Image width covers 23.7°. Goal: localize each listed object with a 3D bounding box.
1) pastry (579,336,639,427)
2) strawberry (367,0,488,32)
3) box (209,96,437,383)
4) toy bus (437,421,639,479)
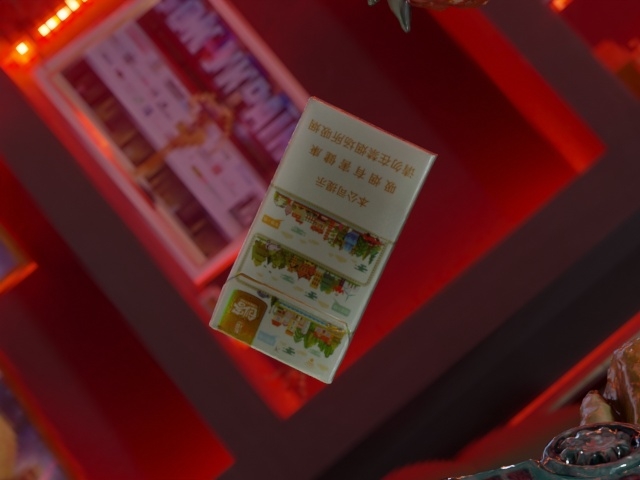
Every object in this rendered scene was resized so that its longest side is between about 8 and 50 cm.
[{"bbox_3d":[0.337,0.158,1.303,0.229,0.100,0.218,14,34,14],"label":"pastry"},{"bbox_3d":[0.067,-0.144,0.498,0.131,0.148,0.131,-7,90,-74],"label":"strawberry"},{"bbox_3d":[0.000,0.000,1.319,0.122,0.220,0.032,25,12,6],"label":"box"},{"bbox_3d":[0.175,0.136,0.596,0.147,0.256,0.128,-126,-157,-74],"label":"toy bus"}]
